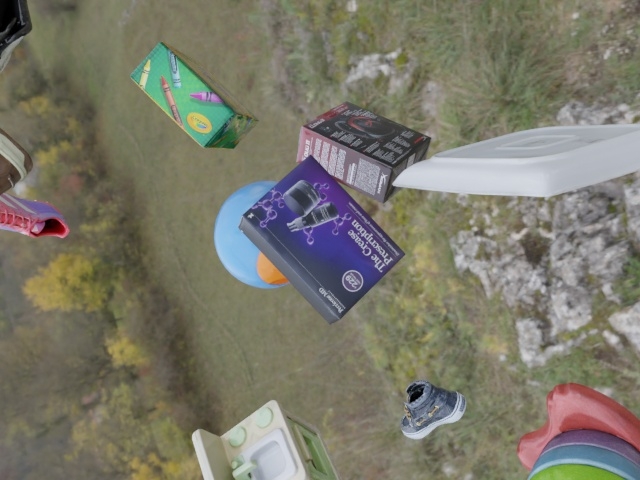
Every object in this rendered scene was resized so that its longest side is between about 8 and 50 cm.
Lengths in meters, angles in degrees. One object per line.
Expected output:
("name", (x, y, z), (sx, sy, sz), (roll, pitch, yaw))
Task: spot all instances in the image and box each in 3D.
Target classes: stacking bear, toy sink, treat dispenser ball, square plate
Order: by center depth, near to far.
("stacking bear", (0.299, 0.339, 0.841), (0.164, 0.289, 0.176), (24, 130, 12))
("square plate", (0.344, -0.134, 1.142), (0.344, 0.347, 0.049), (11, 115, 60))
("toy sink", (-0.072, 0.364, 1.176), (0.234, 0.131, 0.153), (44, -168, -48))
("treat dispenser ball", (-0.141, -0.017, 1.956), (0.288, 0.288, 0.288), (34, 132, 50))

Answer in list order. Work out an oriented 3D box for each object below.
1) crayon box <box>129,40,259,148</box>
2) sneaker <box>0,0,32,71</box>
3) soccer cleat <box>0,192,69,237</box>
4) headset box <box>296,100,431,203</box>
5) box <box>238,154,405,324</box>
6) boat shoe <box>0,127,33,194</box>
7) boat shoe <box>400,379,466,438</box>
("crayon box", (-0.210, -0.245, 1.278), (0.165, 0.081, 0.278), (44, -173, -3))
("sneaker", (-0.586, -0.238, 1.097), (0.257, 0.169, 0.448), (-21, 46, 53))
("soccer cleat", (-0.656, -0.049, 1.573), (0.095, 0.248, 0.083), (39, 105, 24))
("headset box", (0.097, -0.236, 1.843), (0.293, 0.218, 0.110), (27, 129, 21))
("box", (0.000, 0.000, 1.376), (0.261, 0.184, 0.103), (46, 166, 1))
("boat shoe", (-0.526, -0.159, 0.996), (0.257, 0.095, 0.095), (41, 153, -11))
("boat shoe", (0.171, 0.290, 1.272), (0.183, 0.083, 0.065), (-48, 18, 53))
